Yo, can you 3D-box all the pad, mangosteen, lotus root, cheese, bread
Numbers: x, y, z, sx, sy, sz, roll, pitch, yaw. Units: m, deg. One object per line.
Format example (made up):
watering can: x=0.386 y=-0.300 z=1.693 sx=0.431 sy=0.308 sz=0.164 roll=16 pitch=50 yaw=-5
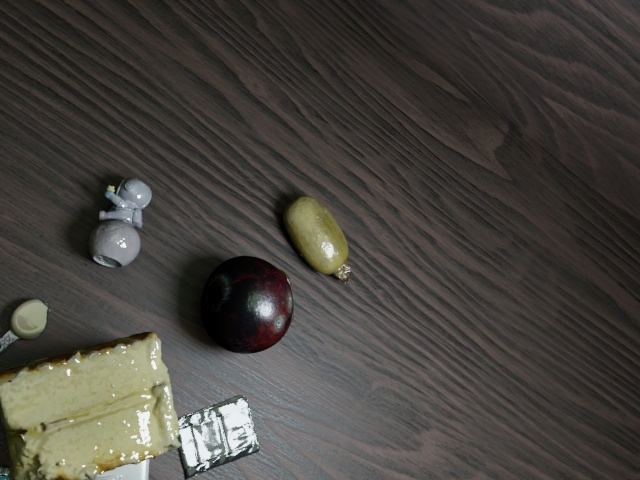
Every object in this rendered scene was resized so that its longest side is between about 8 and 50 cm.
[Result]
pad: x=-0.301 y=0.570 z=1.603 sx=0.233 sy=0.022 sz=0.174 roll=-13 pitch=79 yaw=-29
mangosteen: x=-0.204 y=0.199 z=1.642 sx=0.300 sy=0.300 sz=0.301 roll=10 pitch=67 yaw=-24
lotus root: x=0.000 y=0.000 z=1.894 sx=0.169 sy=0.151 sz=0.343 roll=-31 pitch=85 yaw=-32
cheese: x=-0.785 y=0.232 z=1.456 sx=0.092 sy=0.047 sz=0.171 roll=28 pitch=61 yaw=-13
bread: x=-0.563 y=0.395 z=1.326 sx=0.371 sy=0.390 sz=0.280 roll=-10 pitch=85 yaw=-32

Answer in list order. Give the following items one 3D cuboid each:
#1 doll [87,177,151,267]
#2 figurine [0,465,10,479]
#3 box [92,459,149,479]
doll: x=-0.580 y=-0.064 z=1.623 sx=0.150 sy=0.151 sz=0.287 roll=21 pitch=60 yaw=-20
figurine: x=-0.778 y=0.602 z=1.327 sx=0.060 sy=0.047 sz=0.106 roll=52 pitch=36 yaw=-54
box: x=-0.524 y=0.693 z=1.426 sx=0.142 sy=0.044 sz=0.285 roll=8 pitch=68 yaw=-28
